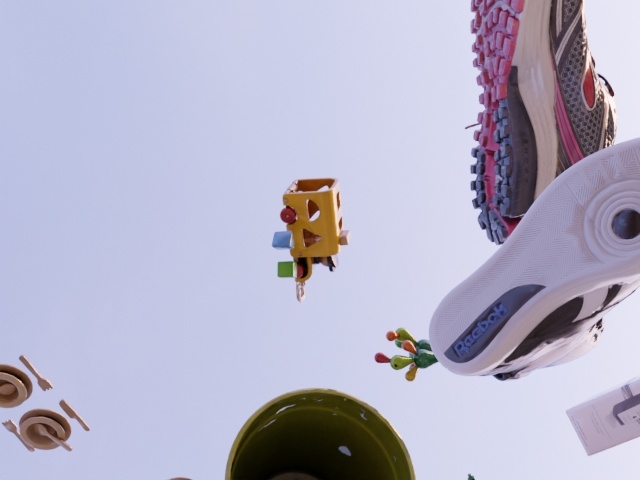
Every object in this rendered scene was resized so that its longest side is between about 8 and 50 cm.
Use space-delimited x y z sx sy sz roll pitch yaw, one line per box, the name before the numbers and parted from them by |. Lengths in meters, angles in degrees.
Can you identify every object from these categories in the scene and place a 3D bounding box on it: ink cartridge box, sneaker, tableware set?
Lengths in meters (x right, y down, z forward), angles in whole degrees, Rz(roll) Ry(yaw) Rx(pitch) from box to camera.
ink cartridge box | 0.571 0.287 1.220 0.158 0.218 0.092 -1 -118 -50
sneaker | 0.182 0.018 0.469 0.121 0.079 0.217 13 -47 -45
tableware set | -0.491 0.284 1.141 0.128 0.039 0.194 -23 -61 11
sneaker | 0.193 -0.146 0.588 0.112 0.121 0.299 -4 -74 -6

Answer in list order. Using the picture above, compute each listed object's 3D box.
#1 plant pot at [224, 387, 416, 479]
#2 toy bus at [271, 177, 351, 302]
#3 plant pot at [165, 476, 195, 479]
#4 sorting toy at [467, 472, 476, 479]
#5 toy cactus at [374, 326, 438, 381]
plant pot | -0.029 0.546 1.430 0.366 0.353 0.366 6 -125 -9
toy bus | -0.002 -0.009 1.182 0.202 0.104 0.191 60 -149 -64
plant pot | -0.299 0.571 1.332 0.237 0.237 0.254 2 -43 -28
sorting toy | 0.217 0.373 1.013 0.061 0.102 0.042 -25 -88 -53
toy cactus | 0.220 0.226 1.344 0.219 0.180 0.112 5 -87 -55
